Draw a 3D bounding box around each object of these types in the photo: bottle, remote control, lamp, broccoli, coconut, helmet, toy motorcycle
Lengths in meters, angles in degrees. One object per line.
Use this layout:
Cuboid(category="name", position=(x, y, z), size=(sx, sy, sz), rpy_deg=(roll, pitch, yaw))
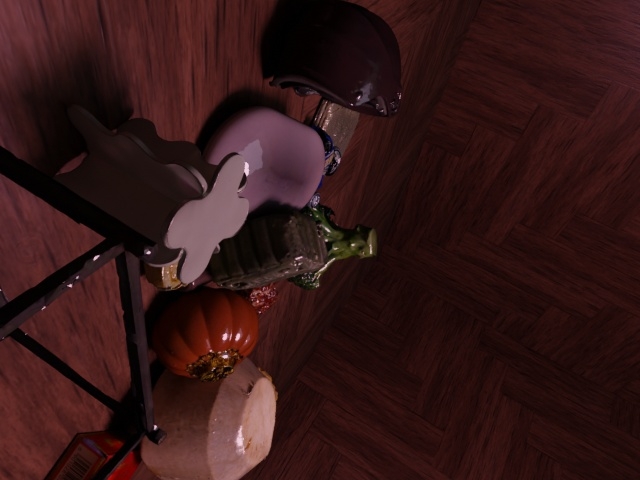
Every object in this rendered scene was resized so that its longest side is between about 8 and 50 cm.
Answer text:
Cuboid(category="bottle", position=(-0.249, 0.067, 0.982), size=(0.053, 0.053, 0.140), rpy_deg=(-66, 165, 21))
Cuboid(category="remote control", position=(-0.102, -0.139, 0.913), size=(0.332, 0.103, 0.221), rpy_deg=(5, 114, -60))
Cuboid(category="lamp", position=(-0.239, 0.196, 0.980), size=(0.223, 0.196, 0.223), rpy_deg=(-16, 147, -11))
Cuboid(category="broccoli", position=(0.000, 0.000, 1.288), size=(0.297, 0.297, 0.297), rpy_deg=(-3, 90, -76))
Cuboid(category="coconut", position=(-0.273, 0.418, 1.093), size=(0.323, 0.323, 0.323), rpy_deg=(-55, 165, -22))
Cuboid(category="helmet", position=(0.049, -0.345, 0.887), size=(0.305, 0.225, 0.177), rpy_deg=(-16, 122, -61))
Cuboid(category="toy motorcycle", position=(-0.048, -0.173, 1.131), size=(0.315, 0.113, 0.169), rpy_deg=(-42, 147, -33))

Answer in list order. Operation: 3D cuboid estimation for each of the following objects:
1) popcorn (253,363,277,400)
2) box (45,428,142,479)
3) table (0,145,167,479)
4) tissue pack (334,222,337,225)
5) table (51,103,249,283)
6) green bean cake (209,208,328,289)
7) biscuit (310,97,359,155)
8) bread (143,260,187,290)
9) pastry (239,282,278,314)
Cuboid(category="popcorn", position=(-0.280, 0.494, 1.395), size=(0.265, 0.225, 0.332), rpy_deg=(-38, 172, 13))
Cuboid(category="box", position=(-0.511, 0.552, 0.946), size=(0.313, 0.089, 0.197), rpy_deg=(-57, 167, -14))
Cuboid(category="table", position=(-0.309, 0.109, 0.388), size=(0.222, 0.272, 0.335), rpy_deg=(-48, 162, -43))
Cuboid(category="tissue pack", position=(0.011, -0.029, 1.696), size=(0.094, 0.074, 0.058), rpy_deg=(-50, 155, -34))
Cuboid(category="table", position=(-0.207, -0.068, 0.557), size=(0.166, 0.198, 0.166), rpy_deg=(-56, 165, -23))
Cuboid(category="green bean cake", position=(-0.103, 0.026, 0.979), size=(0.223, 0.124, 0.227), rpy_deg=(-19, 171, 14))
Cuboid(category="biscuit", position=(0.037, -0.302, 1.280), size=(0.150, 0.052, 0.252), rpy_deg=(-65, 164, 16))
Cuboid(category="bread", position=(-0.256, 0.020, 0.843), size=(0.156, 0.064, 0.117), rpy_deg=(-58, 162, -7))
Cuboid(category="pastry", position=(-0.177, 0.146, 1.328), size=(0.115, 0.097, 0.208), rpy_deg=(-43, 162, -24))
